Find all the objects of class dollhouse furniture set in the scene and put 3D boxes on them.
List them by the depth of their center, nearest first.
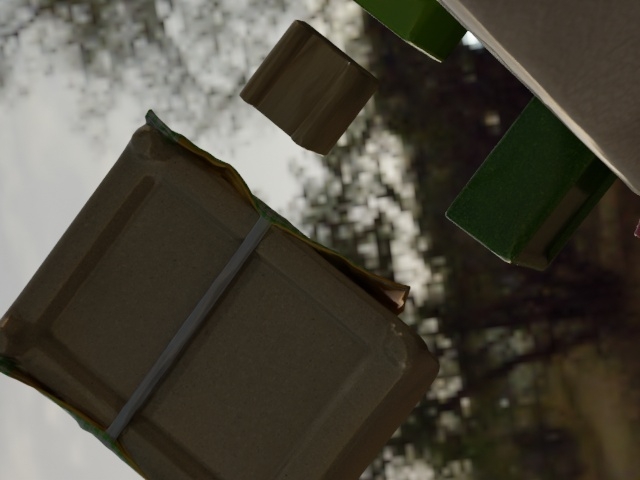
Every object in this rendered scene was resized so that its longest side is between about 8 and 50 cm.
[{"bbox_3d":[0.000,0.000,0.959,0.197,0.301,0.151,39,-171,11],"label":"dollhouse furniture set"}]

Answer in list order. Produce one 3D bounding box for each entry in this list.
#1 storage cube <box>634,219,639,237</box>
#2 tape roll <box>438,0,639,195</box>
[{"bbox_3d":[0.350,-0.042,1.128,0.215,0.183,0.193,40,112,61],"label":"storage cube"},{"bbox_3d":[-0.031,-0.170,0.444,0.392,0.072,0.392,43,-171,-8],"label":"tape roll"}]
